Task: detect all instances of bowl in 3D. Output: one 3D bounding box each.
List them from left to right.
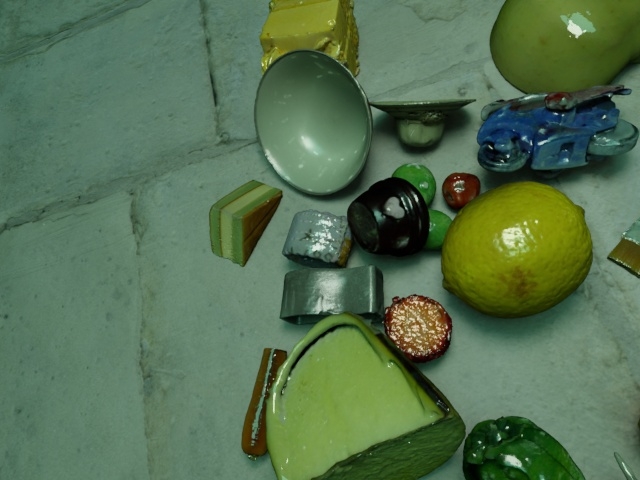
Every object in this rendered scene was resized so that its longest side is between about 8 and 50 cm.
[{"bbox_3d":[0.011,-0.296,1.070,0.337,0.337,0.158,26,36,24],"label":"bowl"}]

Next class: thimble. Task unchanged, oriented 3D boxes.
[{"bbox_3d":[-0.003,-0.001,0.998,0.152,0.127,0.117,11,73,15],"label":"thimble"}]

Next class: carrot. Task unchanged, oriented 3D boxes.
[{"bbox_3d":[-0.118,0.345,0.923,0.067,0.067,0.225,5,68,18],"label":"carrot"}]

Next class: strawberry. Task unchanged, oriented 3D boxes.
[{"bbox_3d":[0.198,0.181,0.886,0.145,0.086,0.145,-5,69,13],"label":"strawberry"}]

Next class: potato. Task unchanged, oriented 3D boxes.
[{"bbox_3d":[0.074,0.306,0.830,0.330,0.213,0.280,-34,45,11],"label":"potato"}]

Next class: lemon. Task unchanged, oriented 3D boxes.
[{"bbox_3d":[0.365,0.019,0.818,0.268,0.267,0.267,-6,67,14],"label":"lemon"}]

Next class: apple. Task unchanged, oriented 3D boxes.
[{"bbox_3d":[0.611,-0.523,1.059,0.320,0.311,0.360,-13,56,-40],"label":"apple"}]

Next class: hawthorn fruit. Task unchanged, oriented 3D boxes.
[{"bbox_3d":[0.317,-0.110,0.982,0.093,0.093,0.093,-6,67,14],"label":"hawthorn fruit"}]

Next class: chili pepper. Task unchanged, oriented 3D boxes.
[{"bbox_3d":[0.366,0.461,0.679,0.168,0.213,0.384,-18,80,-39],"label":"chili pepper"}]

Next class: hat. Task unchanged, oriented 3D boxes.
[{"bbox_3d":[0.239,-0.281,1.044,0.252,0.252,0.109,3,109,18],"label":"hat"}]

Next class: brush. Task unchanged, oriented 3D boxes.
[{"bbox_3d":[0.717,-0.067,0.874,0.336,0.020,0.085,-46,63,-6],"label":"brush"}]

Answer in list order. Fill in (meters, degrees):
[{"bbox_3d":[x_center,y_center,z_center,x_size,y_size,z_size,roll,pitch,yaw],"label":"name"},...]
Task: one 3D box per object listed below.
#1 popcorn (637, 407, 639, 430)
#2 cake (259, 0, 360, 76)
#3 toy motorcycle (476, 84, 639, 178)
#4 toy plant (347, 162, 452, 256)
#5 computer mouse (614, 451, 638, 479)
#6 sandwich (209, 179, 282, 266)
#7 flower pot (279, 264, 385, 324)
[{"bbox_3d":[0.613,0.279,0.665,0.218,0.189,0.169,-34,60,-1],"label":"popcorn"},{"bbox_3d":[-0.026,-0.516,1.169,0.228,0.222,0.285,-1,68,18],"label":"cake"},{"bbox_3d":[0.490,-0.229,0.951,0.320,0.241,0.181,-7,107,7],"label":"toy motorcycle"},{"bbox_3d":[0.182,-0.064,0.954,0.235,0.175,0.218,-15,68,-28],"label":"toy plant"},{"bbox_3d":[0.552,0.491,0.610,0.115,0.199,0.388,-15,64,-13],"label":"computer mouse"},{"bbox_3d":[-0.190,-0.052,1.139,0.117,0.144,0.187,22,40,23],"label":"sandwich"},{"bbox_3d":[0.026,0.123,0.952,0.230,0.103,0.108,-4,65,17],"label":"flower pot"}]
